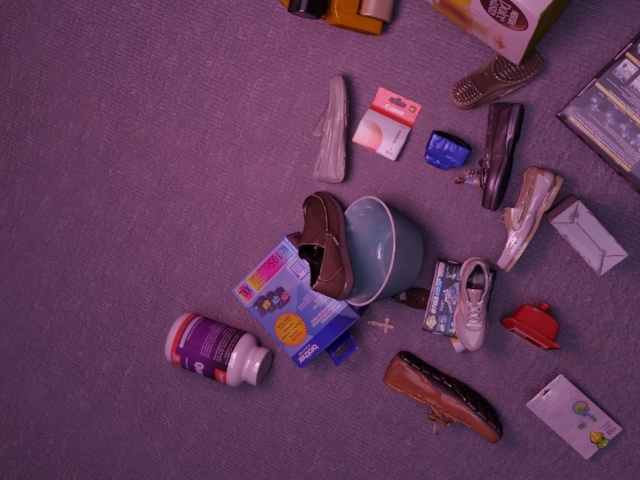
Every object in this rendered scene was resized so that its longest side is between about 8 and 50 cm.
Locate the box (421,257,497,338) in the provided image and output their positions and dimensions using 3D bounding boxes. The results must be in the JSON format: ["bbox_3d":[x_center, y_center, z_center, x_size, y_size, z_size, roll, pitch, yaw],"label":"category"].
[{"bbox_3d":[0.403,0.175,1.781,0.175,0.051,0.220,12,88,12],"label":"box"}]

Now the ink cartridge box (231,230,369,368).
[{"bbox_3d":[-0.041,0.204,1.904,0.395,0.151,0.270,46,108,4],"label":"ink cartridge box"}]

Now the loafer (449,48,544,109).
[{"bbox_3d":[0.476,-0.440,1.677,0.268,0.092,0.102,-23,82,3],"label":"loafer"}]

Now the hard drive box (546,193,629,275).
[{"bbox_3d":[0.687,-0.021,1.597,0.089,0.232,0.181,-42,86,18],"label":"hard drive box"}]

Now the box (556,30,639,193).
[{"bbox_3d":[0.869,-0.306,1.571,0.395,0.097,0.318,44,106,6],"label":"box"}]

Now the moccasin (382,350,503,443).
[{"bbox_3d":[0.360,0.486,1.825,0.380,0.139,0.147,29,106,12],"label":"moccasin"}]

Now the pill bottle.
[{"bbox_3d":[-0.330,0.363,1.997,0.323,0.181,0.181,17,103,15],"label":"pill bottle"}]

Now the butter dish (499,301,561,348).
[{"bbox_3d":[0.607,0.227,1.721,0.160,0.160,0.118,30,83,10],"label":"butter dish"}]

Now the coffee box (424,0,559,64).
[{"bbox_3d":[0.475,-0.695,1.474,0.334,0.337,0.338,39,94,9],"label":"coffee box"}]

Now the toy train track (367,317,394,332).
[{"bbox_3d":[0.187,0.263,1.910,0.083,0.014,0.048,10,101,16],"label":"toy train track"}]

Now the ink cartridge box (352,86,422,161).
[{"bbox_3d":[0.195,-0.342,1.801,0.145,0.045,0.179,28,108,11],"label":"ink cartridge box"}]

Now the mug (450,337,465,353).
[{"bbox_3d":[0.421,0.290,1.816,0.064,0.062,0.078,-25,123,11],"label":"mug"}]

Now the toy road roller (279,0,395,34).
[{"bbox_3d":[0.034,-0.714,1.740,0.329,0.240,0.202,6,102,-22],"label":"toy road roller"}]

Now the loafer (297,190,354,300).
[{"bbox_3d":[0.000,0.000,1.787,0.134,0.130,0.366,-51,42,41],"label":"loafer"}]

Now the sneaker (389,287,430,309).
[{"bbox_3d":[0.257,0.173,1.844,0.188,0.071,0.066,13,102,15],"label":"sneaker"}]

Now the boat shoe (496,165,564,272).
[{"bbox_3d":[0.557,-0.060,1.703,0.103,0.113,0.302,28,95,13],"label":"boat shoe"}]

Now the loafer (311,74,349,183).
[{"bbox_3d":[0.027,-0.329,1.819,0.111,0.112,0.319,4,100,8],"label":"loafer"}]

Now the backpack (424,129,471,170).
[{"bbox_3d":[0.360,-0.251,1.738,0.120,0.098,0.101,21,113,0],"label":"backpack"}]

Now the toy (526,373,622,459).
[{"bbox_3d":[0.723,0.499,1.759,0.237,0.056,0.137,43,104,2],"label":"toy"}]

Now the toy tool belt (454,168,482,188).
[{"bbox_3d":[0.431,-0.180,1.755,0.083,0.052,0.051,13,71,12],"label":"toy tool belt"}]

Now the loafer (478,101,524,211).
[{"bbox_3d":[0.486,-0.235,1.705,0.095,0.109,0.302,16,96,28],"label":"loafer"}]

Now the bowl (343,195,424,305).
[{"bbox_3d":[0.180,0.038,1.761,0.311,0.163,0.311,-21,65,55],"label":"bowl"}]

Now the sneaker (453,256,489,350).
[{"bbox_3d":[0.419,0.175,1.689,0.099,0.121,0.262,1,86,11],"label":"sneaker"}]
